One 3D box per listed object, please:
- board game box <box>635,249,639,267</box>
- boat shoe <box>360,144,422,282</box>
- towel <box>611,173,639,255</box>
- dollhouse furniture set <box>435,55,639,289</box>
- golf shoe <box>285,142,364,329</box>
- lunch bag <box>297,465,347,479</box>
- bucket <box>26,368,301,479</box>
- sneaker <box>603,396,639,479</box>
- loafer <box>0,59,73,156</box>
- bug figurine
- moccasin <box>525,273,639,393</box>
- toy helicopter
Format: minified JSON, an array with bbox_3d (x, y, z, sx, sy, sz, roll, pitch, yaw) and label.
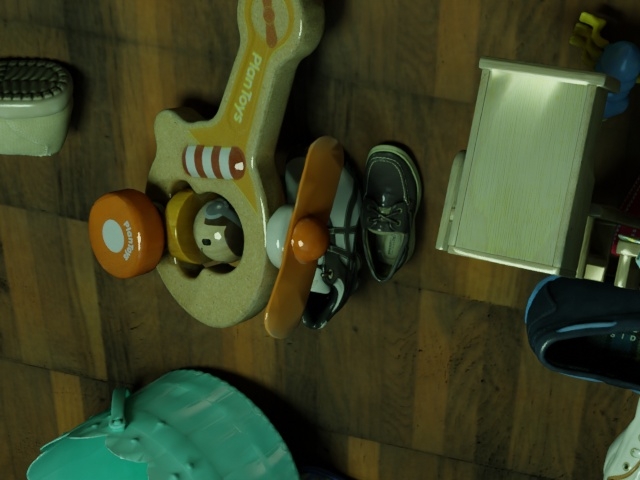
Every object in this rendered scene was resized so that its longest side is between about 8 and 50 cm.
[{"bbox_3d":[0.411,0.016,1.346,0.275,0.142,0.144,9,151,37],"label":"board game box"},{"bbox_3d":[0.066,-0.023,1.660,0.056,0.049,0.152,6,134,15],"label":"boat shoe"},{"bbox_3d":[0.413,-0.007,1.556,0.274,0.031,0.199,22,135,0],"label":"towel"},{"bbox_3d":[0.212,-0.051,1.477,0.212,0.161,0.242,12,-179,26],"label":"dollhouse furniture set"},{"bbox_3d":[0.000,0.000,1.679,0.077,0.094,0.198,4,132,19],"label":"golf shoe"},{"bbox_3d":[-0.001,0.361,2.027,0.176,0.090,0.219,27,136,-6],"label":"lunch bag"},{"bbox_3d":[-0.166,0.286,1.899,0.281,0.183,0.281,22,128,31],"label":"bucket"},{"bbox_3d":[0.351,0.197,1.712,0.105,0.123,0.290,20,135,5],"label":"sneaker"},{"bbox_3d":[-0.364,-0.121,1.697,0.268,0.102,0.092,4,127,17],"label":"loafer"},{"bbox_3d":[0.338,-0.131,1.401,0.279,0.072,0.216,18,149,5],"label":"bug figurine"},{"bbox_3d":[0.352,0.117,1.569,0.341,0.117,0.138,5,118,9],"label":"moccasin"},{"bbox_3d":[-0.062,-0.073,1.574,0.235,0.140,0.355,40,126,32],"label":"toy helicopter"}]
